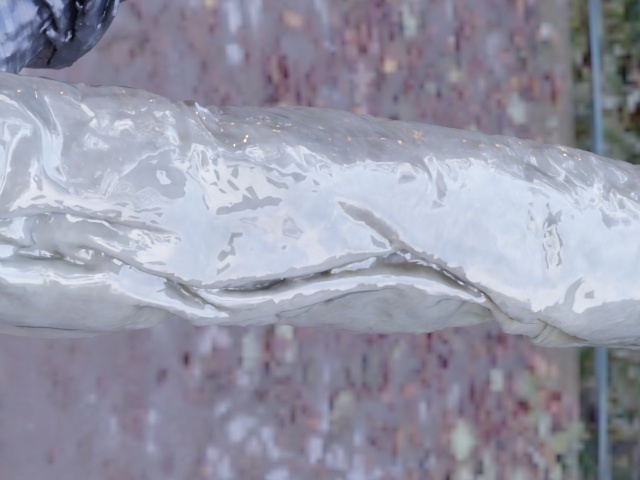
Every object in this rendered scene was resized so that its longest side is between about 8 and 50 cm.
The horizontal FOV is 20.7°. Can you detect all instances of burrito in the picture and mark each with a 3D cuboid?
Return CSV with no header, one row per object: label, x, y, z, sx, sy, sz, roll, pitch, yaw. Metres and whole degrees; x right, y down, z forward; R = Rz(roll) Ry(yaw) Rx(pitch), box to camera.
burrito,0.000,0.000,0.584,0.392,0.117,0.076,5,75,-27

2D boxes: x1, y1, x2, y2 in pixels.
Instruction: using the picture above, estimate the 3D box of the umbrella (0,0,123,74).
umbrella,-0.105,-0.208,0.931,0.336,0.154,0.128,-39,145,-5
